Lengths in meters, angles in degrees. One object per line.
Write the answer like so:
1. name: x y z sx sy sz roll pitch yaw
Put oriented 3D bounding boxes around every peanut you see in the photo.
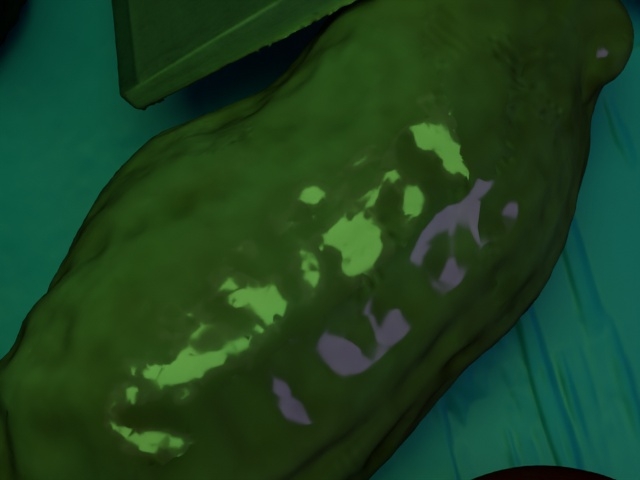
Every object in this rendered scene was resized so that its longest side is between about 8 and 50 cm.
1. peanut: 0.000 0.000 0.704 0.387 0.169 0.192 -44 42 -14

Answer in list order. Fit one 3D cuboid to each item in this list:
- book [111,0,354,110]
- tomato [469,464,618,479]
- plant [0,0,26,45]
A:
1. book: -0.027 -0.219 0.751 0.215 0.025 0.282 -25 53 23
2. tomato: 0.107 0.188 0.629 0.136 0.195 0.195 -19 70 36
3. plant: -0.275 -0.191 0.692 0.215 0.312 0.213 -26 72 -7
